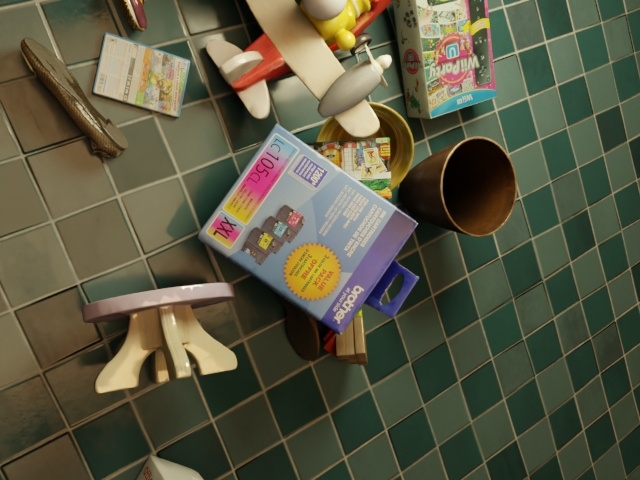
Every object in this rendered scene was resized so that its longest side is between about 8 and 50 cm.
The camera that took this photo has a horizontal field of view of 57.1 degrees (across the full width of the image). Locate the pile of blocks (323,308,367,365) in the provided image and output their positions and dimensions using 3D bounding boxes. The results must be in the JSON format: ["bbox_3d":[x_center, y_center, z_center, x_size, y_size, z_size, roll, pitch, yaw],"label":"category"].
[{"bbox_3d":[0.034,0.104,1.319,0.112,0.149,0.362,-5,87,5],"label":"pile of blocks"}]

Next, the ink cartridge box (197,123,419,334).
[{"bbox_3d":[0.000,0.000,1.167,0.395,0.151,0.270,34,86,-3],"label":"ink cartridge box"}]

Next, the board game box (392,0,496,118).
[{"bbox_3d":[0.298,-0.468,1.406,0.224,0.097,0.304,-22,113,-25],"label":"board game box"}]

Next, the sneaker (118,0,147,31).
[{"bbox_3d":[-0.345,-0.492,1.108,0.083,0.069,0.186,-21,102,-20],"label":"sneaker"}]

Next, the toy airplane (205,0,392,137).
[{"bbox_3d":[-0.039,-0.419,1.155,0.385,0.272,0.385,12,76,-12],"label":"toy airplane"}]

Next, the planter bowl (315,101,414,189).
[{"bbox_3d":[0.094,-0.210,1.317,0.217,0.090,0.217,-1,115,-1],"label":"planter bowl"}]

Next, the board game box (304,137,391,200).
[{"bbox_3d":[0.022,-0.146,1.264,0.259,0.030,0.136,-4,102,1],"label":"board game box"}]

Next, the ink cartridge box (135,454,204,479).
[{"bbox_3d":[-0.315,0.569,1.086,0.114,0.197,0.273,34,76,-24],"label":"ink cartridge box"}]

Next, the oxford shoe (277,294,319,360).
[{"bbox_3d":[-0.035,0.163,1.297,0.076,0.076,0.212,-39,120,-57],"label":"oxford shoe"}]

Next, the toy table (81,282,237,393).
[{"bbox_3d":[-0.282,0.178,1.080,0.274,0.252,0.161,-8,79,-15],"label":"toy table"}]

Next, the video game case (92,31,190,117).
[{"bbox_3d":[-0.345,-0.319,1.145,0.166,0.015,0.119,12,85,-27],"label":"video game case"}]

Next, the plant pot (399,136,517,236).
[{"bbox_3d":[0.292,-0.118,1.365,0.215,0.230,0.216,-1,92,-27],"label":"plant pot"}]

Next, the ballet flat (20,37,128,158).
[{"bbox_3d":[-0.452,-0.250,1.065,0.058,0.084,0.250,-32,113,14],"label":"ballet flat"}]
